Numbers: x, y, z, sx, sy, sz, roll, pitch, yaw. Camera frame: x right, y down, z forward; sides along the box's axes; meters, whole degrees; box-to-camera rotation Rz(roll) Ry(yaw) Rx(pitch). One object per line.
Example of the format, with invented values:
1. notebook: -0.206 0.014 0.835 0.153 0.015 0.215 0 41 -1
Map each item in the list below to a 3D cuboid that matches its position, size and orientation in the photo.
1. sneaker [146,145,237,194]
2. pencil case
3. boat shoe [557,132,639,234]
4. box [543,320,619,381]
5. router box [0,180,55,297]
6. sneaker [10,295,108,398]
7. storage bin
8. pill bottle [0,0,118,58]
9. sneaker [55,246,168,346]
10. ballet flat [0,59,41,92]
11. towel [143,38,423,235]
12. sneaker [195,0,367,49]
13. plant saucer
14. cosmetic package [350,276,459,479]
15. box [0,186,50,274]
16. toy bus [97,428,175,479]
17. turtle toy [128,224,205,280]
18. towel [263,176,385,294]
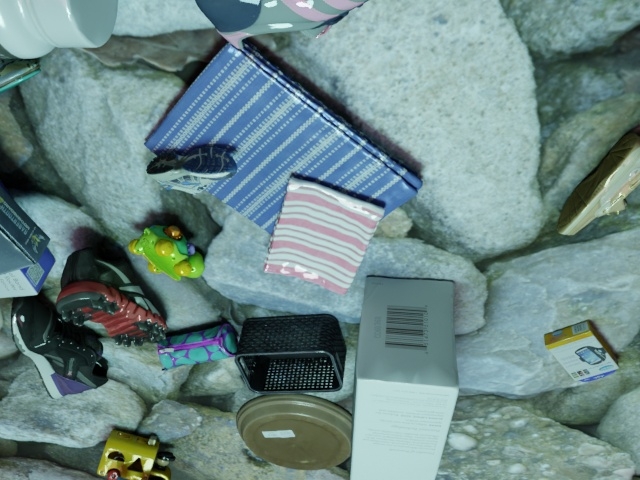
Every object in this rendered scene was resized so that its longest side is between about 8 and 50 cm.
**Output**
1. sneaker: -0.172 -0.094 0.935 0.135 0.052 0.058 1 145 23
2. pencil case: -0.228 0.197 1.239 0.151 0.065 0.070 -15 165 20
3. boat shoe: 0.385 -0.062 0.896 0.059 0.063 0.170 25 132 -7
4. box: 0.454 0.196 1.159 0.081 0.028 0.136 -26 127 29
5. router box: -0.643 -0.043 1.063 0.301 0.082 0.336 -6 132 14
6. sneaker: -0.481 0.187 1.266 0.124 0.107 0.283 -9 137 -3
7. storage bin: -0.051 0.207 1.209 0.180 0.084 0.122 -5 132 13
8. pill bottle: -0.383 -0.283 0.737 0.283 0.161 0.161 3 134 6
9. sneaker: -0.345 0.096 1.143 0.097 0.135 0.276 -19 152 10
10. ballet flat: -0.454 -0.211 0.889 0.188 0.070 0.070 -22 127 23
11. towel: -0.050 -0.109 0.946 0.336 0.040 0.243 35 132 -21
12. sneaker: 0.018 -0.288 0.725 0.318 0.112 0.131 -3 150 16
13. plant saucer: -0.049 0.423 1.448 0.277 0.041 0.278 5 134 5
14. cosmetic package: 0.134 0.270 1.152 0.156 0.217 0.385 4 136 6
15. box: -0.544 -0.019 0.971 0.232 0.059 0.183 -13 131 21
16. toy bus: -0.404 0.500 1.534 0.190 0.104 0.202 15 177 36
17. turtle toy: -0.236 0.020 1.070 0.095 0.066 0.130 3 142 39
18. towel: 0.000 0.000 0.995 0.144 0.029 0.197 17 136 -4
